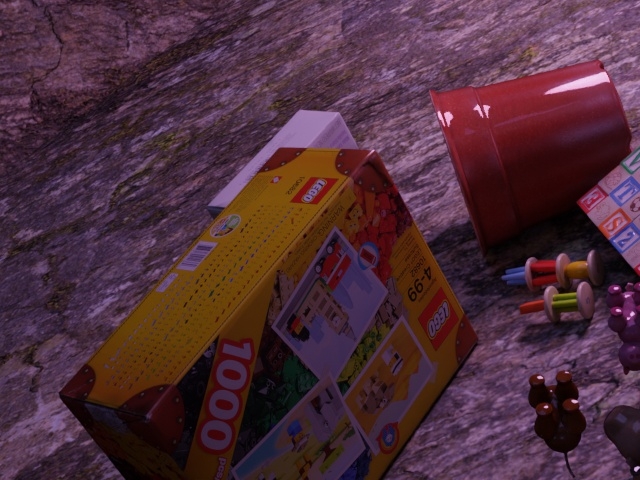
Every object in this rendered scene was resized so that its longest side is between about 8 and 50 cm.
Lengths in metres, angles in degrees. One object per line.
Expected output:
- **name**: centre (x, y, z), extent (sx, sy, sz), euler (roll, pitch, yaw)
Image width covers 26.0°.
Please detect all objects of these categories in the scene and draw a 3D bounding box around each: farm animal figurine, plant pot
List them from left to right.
- **plant pot**: centre (0.334, -0.144, 2.134), extent (0.265, 0.272, 0.272), euler (-18, 32, 6)
- **farm animal figurine**: centre (0.424, 0.205, 1.627), extent (0.330, 0.172, 0.327), euler (-30, 42, -14)

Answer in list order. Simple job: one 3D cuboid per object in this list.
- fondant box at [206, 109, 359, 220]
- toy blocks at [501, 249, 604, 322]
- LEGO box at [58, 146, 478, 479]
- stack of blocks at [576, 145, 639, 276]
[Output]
- **fondant box**: centre (0.000, 0.000, 2.118), extent (0.096, 0.330, 0.238), euler (9, 48, 45)
- **toy blocks**: centre (0.325, 0.070, 2.002), extent (0.148, 0.054, 0.123), euler (-8, 37, 33)
- **LEGO box**: centre (-0.050, 0.171, 1.871), extent (0.193, 0.372, 0.500), euler (5, 46, 45)
- **stack of blocks**: centre (0.495, -0.020, 1.917), extent (0.171, 0.087, 0.297), euler (-41, 29, 9)
